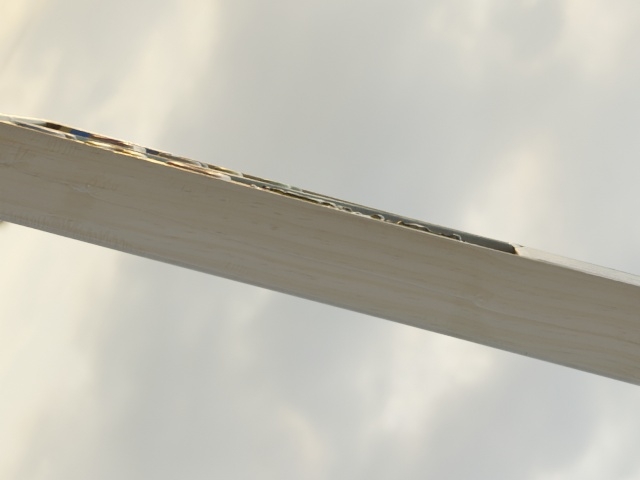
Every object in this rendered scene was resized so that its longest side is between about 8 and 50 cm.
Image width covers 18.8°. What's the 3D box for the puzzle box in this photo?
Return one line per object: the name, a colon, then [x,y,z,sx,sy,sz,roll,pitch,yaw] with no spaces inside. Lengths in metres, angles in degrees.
puzzle box: [0.000,0.000,1.091,0.272,0.409,0.052,-30,134,-85]
